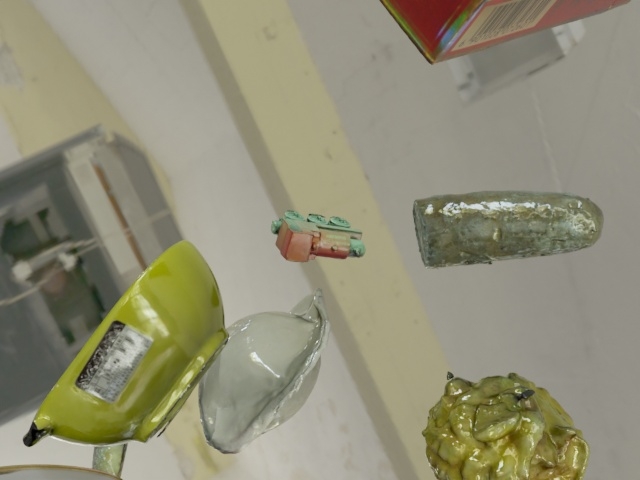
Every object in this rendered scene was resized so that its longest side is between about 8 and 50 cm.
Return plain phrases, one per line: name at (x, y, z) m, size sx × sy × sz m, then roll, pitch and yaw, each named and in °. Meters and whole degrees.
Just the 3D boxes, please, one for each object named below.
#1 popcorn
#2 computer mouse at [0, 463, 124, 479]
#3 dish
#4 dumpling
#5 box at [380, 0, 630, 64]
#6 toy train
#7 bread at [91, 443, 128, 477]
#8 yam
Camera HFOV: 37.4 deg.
popcorn at (0.248, 0.264, 1.255) m, size 0.189 × 0.218 × 0.169 m, roll -153°, pitch -124°, yaw -64°
computer mouse at (-0.332, 0.287, 0.936) m, size 0.158 × 0.310 × 0.071 m, roll -49°, pitch -126°, yaw 29°
dish at (-0.182, 0.132, 1.002) m, size 0.108 × 0.262 × 0.221 m, roll 37°, pitch -11°, yaw 2°
dumpling at (-0.074, 0.190, 1.516) m, size 0.181 × 0.260 × 0.341 m, roll 50°, pitch 15°, yaw 11°
box at (0.156, -0.279, 0.820) m, size 0.197 × 0.313 × 0.089 m, roll 54°, pitch -42°, yaw 14°
toy train at (0.000, 0.000, 1.695) m, size 0.118 × 0.176 × 0.074 m, roll 50°, pitch -54°, yaw 59°
bread at (-0.342, 0.316, 1.568) m, size 0.286 × 0.056 × 0.207 m, roll 161°, pitch -60°, yaw -76°
yam at (0.309, -0.020, 1.606) m, size 0.330 × 0.133 × 0.133 m, roll -3°, pitch -55°, yaw 18°
